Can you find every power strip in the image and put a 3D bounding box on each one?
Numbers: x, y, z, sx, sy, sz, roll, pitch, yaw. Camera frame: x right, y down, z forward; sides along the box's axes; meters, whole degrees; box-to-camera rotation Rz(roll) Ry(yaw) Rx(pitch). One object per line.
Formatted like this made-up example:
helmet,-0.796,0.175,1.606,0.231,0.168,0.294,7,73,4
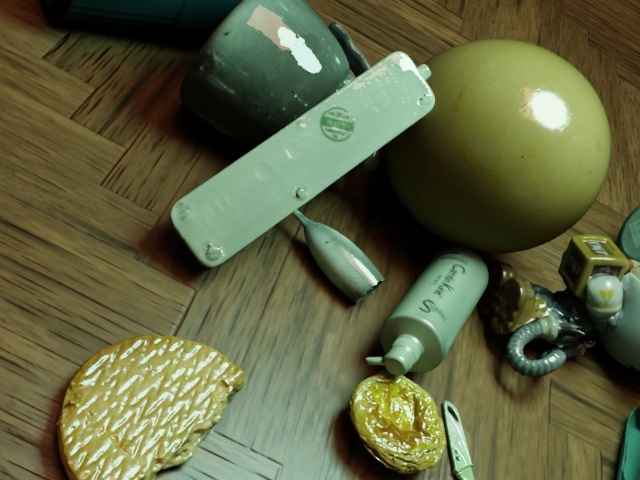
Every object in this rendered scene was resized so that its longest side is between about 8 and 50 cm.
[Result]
power strip,-0.012,-0.108,1.039,0.385,0.062,0.091,-37,95,-12

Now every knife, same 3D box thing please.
knife,0.171,0.279,0.985,0.030,0.014,0.207,14,43,-22

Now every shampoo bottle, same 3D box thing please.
shampoo bottle,0.142,0.095,1.069,0.085,0.085,0.262,39,34,6

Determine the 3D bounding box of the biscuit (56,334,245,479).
biscuit,-0.183,0.170,0.842,0.144,0.033,0.224,36,40,6

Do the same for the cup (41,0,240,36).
cup,-0.237,-0.410,1.207,0.292,0.242,0.308,-3,40,-33

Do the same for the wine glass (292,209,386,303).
wine glass,0.000,0.000,1.111,0.198,0.066,0.066,47,42,11

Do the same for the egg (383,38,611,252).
egg,0.241,-0.136,1.204,0.301,0.301,0.374,14,4,-22

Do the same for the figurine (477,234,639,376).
figurine,0.427,0.091,1.214,0.381,0.186,0.261,10,35,-17

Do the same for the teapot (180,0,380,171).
teapot,-0.024,-0.203,1.211,0.285,0.223,0.305,40,13,-4

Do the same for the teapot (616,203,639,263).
teapot,0.636,0.036,1.423,0.251,0.183,0.183,28,39,-25

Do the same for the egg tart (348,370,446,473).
egg tart,0.088,0.214,0.963,0.130,0.052,0.130,18,42,-17

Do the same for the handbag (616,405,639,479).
handbag,0.501,0.348,1.077,0.268,0.100,0.274,40,42,2
